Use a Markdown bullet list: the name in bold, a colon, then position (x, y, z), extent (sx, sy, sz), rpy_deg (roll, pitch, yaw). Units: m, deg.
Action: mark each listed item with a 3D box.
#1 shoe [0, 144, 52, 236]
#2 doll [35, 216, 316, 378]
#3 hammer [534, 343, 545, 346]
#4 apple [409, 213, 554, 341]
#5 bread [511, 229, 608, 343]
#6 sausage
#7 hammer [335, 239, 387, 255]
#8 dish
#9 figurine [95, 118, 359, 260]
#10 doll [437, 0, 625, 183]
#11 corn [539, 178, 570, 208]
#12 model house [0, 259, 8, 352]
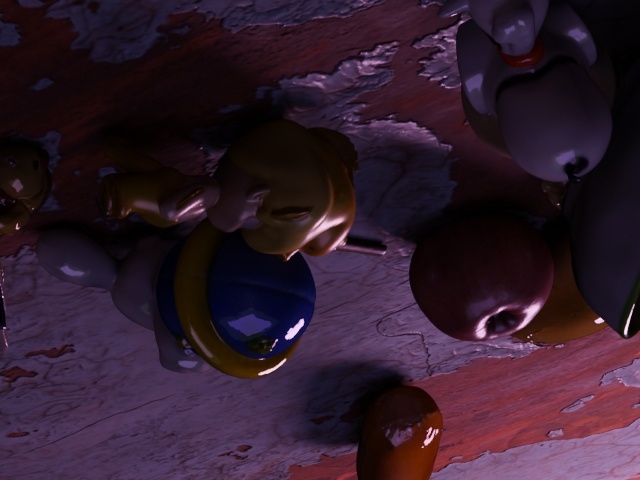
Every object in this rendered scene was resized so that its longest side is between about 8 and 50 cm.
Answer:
- **shoe**: position (-0.288, -0.037, 1.784), extent (0.109, 0.072, 0.069), rpy_deg (-25, 158, 23)
- **doll**: position (-0.095, 0.071, 1.977), extent (0.242, 0.160, 0.311), rpy_deg (-13, 162, 30)
- **hammer**: position (0.210, 0.099, 2.378), extent (0.078, 0.021, 0.201), rpy_deg (-28, 150, 29)
- **apple**: position (0.173, 0.040, 2.117), extent (0.153, 0.120, 0.153), rpy_deg (-11, 154, -5)
- **bread**: position (0.288, 0.054, 2.217), extent (0.147, 0.098, 0.217), rpy_deg (-1, 160, -32)
- **sausage**: position (0.101, 0.266, 2.585), extent (0.105, 0.105, 0.274), rpy_deg (-10, 155, -6)
- **hammer**: position (0.000, 0.000, 2.073), extent (0.182, 0.017, 0.062), rpy_deg (7, 149, -40)
- **dish**: position (0.303, -0.079, 1.823), extent (0.124, 0.324, 0.324), rpy_deg (29, 160, 15)
- **figurine**: position (-0.076, -0.046, 1.815), extent (0.246, 0.131, 0.156), rpy_deg (-1, -173, -27)
- **doll**: position (0.170, -0.179, 1.653), extent (0.144, 0.208, 0.271), rpy_deg (-25, 118, 2)
- **corn**: position (0.335, -0.060, 2.024), extent (0.260, 0.091, 0.091), rpy_deg (0, 151, -37)
- **model house**: position (-0.345, 0.052, 1.909), extent (0.087, 0.101, 0.100), rpy_deg (-7, 154, -8)
